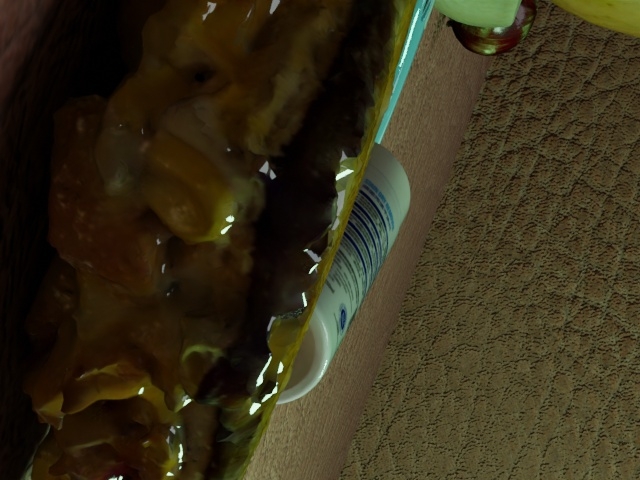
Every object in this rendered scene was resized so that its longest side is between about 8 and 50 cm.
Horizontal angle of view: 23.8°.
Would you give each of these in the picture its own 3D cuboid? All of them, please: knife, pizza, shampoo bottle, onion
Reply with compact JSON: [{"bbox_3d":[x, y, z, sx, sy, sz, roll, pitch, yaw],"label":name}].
[{"bbox_3d":[0.065,-0.159,1.349,0.064,0.031,0.222,-62,173,-71],"label":"knife"},{"bbox_3d":[-0.037,-0.016,0.613,0.278,0.114,0.408,-38,146,-79],"label":"pizza"},{"bbox_3d":[0.000,0.000,1.031,0.303,0.092,0.092,-59,166,-62],"label":"shampoo bottle"},{"bbox_3d":[0.198,-0.277,1.769,0.118,0.119,0.117,85,-8,-73],"label":"onion"}]

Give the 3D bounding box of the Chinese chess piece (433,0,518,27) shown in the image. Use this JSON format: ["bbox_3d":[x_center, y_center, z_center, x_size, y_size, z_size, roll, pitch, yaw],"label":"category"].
[{"bbox_3d":[0.170,-0.324,1.415,0.250,0.101,0.250,19,90,-83],"label":"Chinese chess piece"}]

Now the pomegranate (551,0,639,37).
[{"bbox_3d":[0.296,-0.345,1.116,0.411,0.412,0.411,19,90,-83],"label":"pomegranate"}]
